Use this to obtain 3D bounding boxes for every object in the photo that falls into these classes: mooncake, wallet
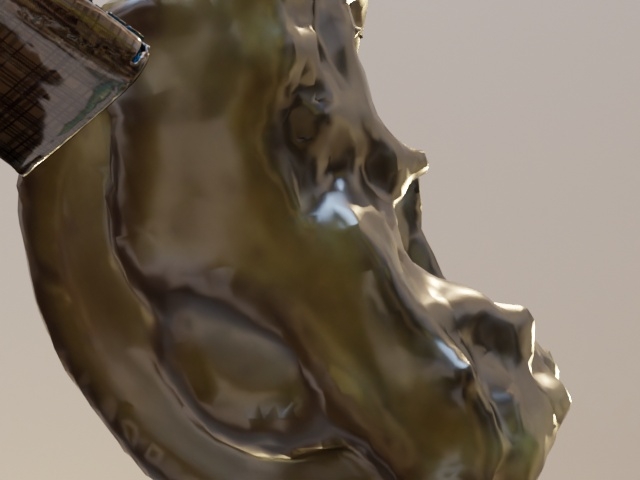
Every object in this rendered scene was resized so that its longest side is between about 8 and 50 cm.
[{"bbox_3d":[0.000,0.000,0.791,0.394,0.246,0.393,30,-61,14],"label":"mooncake"},{"bbox_3d":[-0.200,-0.120,0.539,0.230,0.042,0.124,33,-42,-25],"label":"wallet"}]
